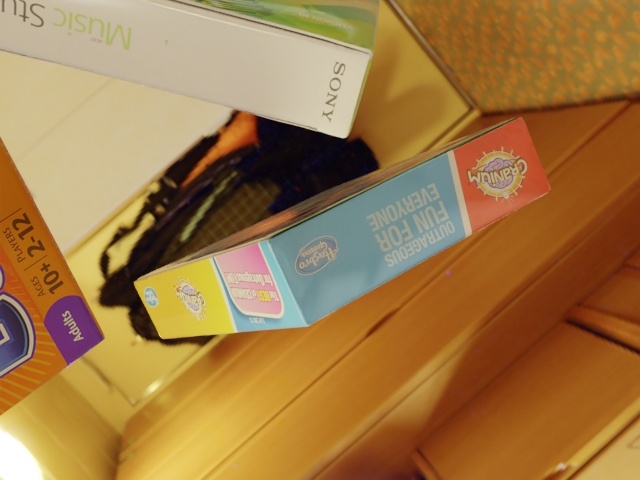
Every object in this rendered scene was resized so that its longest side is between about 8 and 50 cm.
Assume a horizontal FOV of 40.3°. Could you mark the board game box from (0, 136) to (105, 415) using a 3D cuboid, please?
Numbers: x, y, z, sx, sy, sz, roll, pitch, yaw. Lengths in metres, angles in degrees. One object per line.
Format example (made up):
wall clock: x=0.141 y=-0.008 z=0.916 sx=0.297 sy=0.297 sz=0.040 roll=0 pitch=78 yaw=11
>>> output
board game box: x=-0.512 y=0.010 z=0.889 sx=0.356 sy=0.356 sz=0.356 roll=27 pitch=145 yaw=42

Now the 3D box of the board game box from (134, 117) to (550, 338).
board game box: x=0.000 y=0.000 z=0.746 sx=0.316 sy=0.242 sz=0.064 roll=-15 pitch=100 yaw=62

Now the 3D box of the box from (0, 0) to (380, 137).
box: x=-0.075 y=-0.189 z=0.549 sx=0.232 sy=0.058 sz=0.322 roll=14 pitch=-143 yaw=-4
